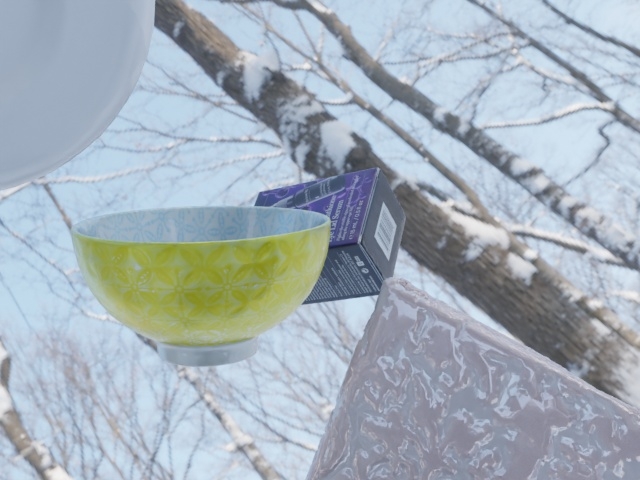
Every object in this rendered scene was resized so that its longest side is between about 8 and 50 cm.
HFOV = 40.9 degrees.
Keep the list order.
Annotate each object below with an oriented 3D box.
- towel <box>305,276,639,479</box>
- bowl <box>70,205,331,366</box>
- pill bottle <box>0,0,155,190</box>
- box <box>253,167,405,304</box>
[{"bbox_3d":[0.121,0.242,0.776,0.053,0.317,0.331,12,-78,-51],"label":"towel"},{"bbox_3d":[-0.129,0.053,0.975,0.290,0.290,0.155,-9,-78,-39],"label":"bowl"},{"bbox_3d":[-0.244,-0.200,0.580,0.224,0.392,0.224,-7,-63,-15],"label":"pill bottle"},{"bbox_3d":[0.000,0.000,1.221,0.207,0.153,0.108,-10,-47,26],"label":"box"}]
